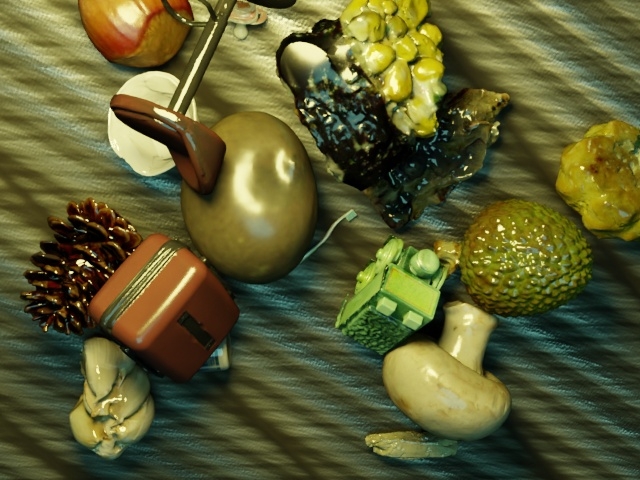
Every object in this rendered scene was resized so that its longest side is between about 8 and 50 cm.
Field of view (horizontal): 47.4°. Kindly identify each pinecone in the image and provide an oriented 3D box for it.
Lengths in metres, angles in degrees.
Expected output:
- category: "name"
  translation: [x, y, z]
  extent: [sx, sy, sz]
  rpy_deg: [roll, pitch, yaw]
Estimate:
- category: "pinecone"
  translation: [-0.486, 0.063, 1.492]
  extent: [0.246, 0.292, 0.246]
  rpy_deg: [18, 143, 14]

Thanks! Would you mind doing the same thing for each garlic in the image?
- category: "garlic"
  translation: [-0.458, 0.363, 1.633]
  extent: [0.184, 0.203, 0.281]
  rpy_deg: [9, 104, -23]

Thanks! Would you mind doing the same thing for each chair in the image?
- category: "chair"
  translation: [-0.217, -0.303, 1.289]
  extent: [0.226, 0.226, 0.401]
  rpy_deg: [23, 85, -10]

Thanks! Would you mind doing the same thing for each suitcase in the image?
- category: "suitcase"
  translation: [-0.304, 0.143, 1.470]
  extent: [0.161, 0.297, 0.236]
  rpy_deg: [33, 75, 22]

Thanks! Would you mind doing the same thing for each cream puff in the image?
- category: "cream puff"
  translation: [0.628, -0.118, 1.555]
  extent: [0.281, 0.185, 0.282]
  rpy_deg: [4, 67, -8]

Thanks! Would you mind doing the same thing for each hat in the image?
- category: "hat"
  translation: [-0.316, -0.231, 1.471]
  extent: [0.203, 0.126, 0.203]
  rpy_deg: [1, 94, 12]

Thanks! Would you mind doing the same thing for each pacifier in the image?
- category: "pacifier"
  translation: [-0.159, -0.438, 1.460]
  extent: [0.099, 0.081, 0.078]
  rpy_deg: [8, 135, -5]

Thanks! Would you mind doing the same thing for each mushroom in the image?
- category: "mushroom"
  translation: [0.294, 0.281, 1.597]
  extent: [0.297, 0.297, 0.290]
  rpy_deg: [28, 93, -11]

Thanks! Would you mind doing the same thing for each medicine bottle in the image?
- category: "medicine bottle"
  translation: [-0.302, 0.247, 1.647]
  extent: [0.191, 0.107, 0.107]
  rpy_deg: [-5, 108, -1]

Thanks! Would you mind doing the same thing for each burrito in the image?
- category: "burrito"
  translation: [0.224, 0.496, 1.780]
  extent: [0.229, 0.058, 0.063]
  rpy_deg: [-2, 110, -3]

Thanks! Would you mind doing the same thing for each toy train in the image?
- category: "toy train"
  translation: [0.153, 0.120, 1.556]
  extent: [0.159, 0.188, 0.272]
  rpy_deg: [30, 143, -8]

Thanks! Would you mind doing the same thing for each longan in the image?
- category: "longan"
  translation: [-0.140, -0.085, 1.466]
  extent: [0.288, 0.288, 0.350]
  rpy_deg: [-4, 93, -1]

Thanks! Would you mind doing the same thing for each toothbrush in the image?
- category: "toothbrush"
  translation: [0.000, 0.000, 1.632]
  extent: [0.204, 0.017, 0.022]
  rpy_deg: [-41, 86, 9]

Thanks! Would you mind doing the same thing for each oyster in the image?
- category: "oyster"
  translation: [0.257, -0.175, 1.552]
  extent: [0.361, 0.096, 0.221]
  rpy_deg: [-26, 114, 8]

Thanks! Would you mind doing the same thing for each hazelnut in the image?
- category: "hazelnut"
  translation: [-0.360, -0.430, 1.402]
  extent: [0.210, 0.210, 0.186]
  rpy_deg: [-3, 138, -2]

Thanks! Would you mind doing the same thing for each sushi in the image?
- category: "sushi"
  translation: [0.106, -0.284, 1.335]
  extent: [0.285, 0.328, 0.329]
  rpy_deg: [-23, 97, 14]

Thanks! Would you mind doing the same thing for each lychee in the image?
- category: "lychee"
  translation: [0.409, 0.040, 1.539]
  extent: [0.270, 0.320, 0.270]
  rpy_deg: [-17, 123, -28]
